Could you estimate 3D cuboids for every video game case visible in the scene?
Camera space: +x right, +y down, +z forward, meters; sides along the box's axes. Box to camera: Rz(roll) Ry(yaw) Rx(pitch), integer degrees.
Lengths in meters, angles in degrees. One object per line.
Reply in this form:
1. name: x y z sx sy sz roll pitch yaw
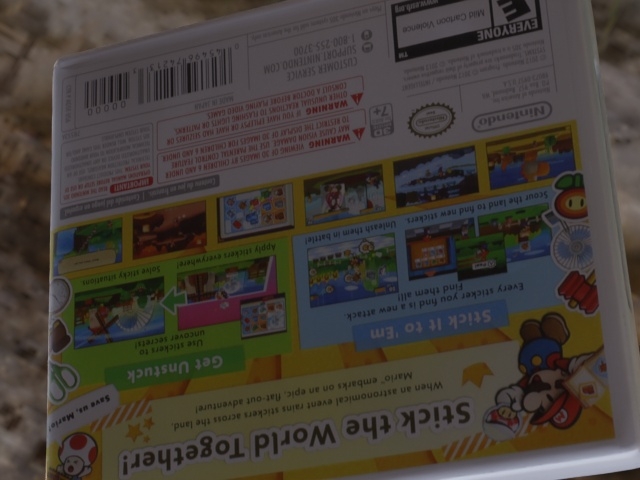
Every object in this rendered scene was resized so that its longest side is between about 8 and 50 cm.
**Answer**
1. video game case: 0.000 0.000 0.602 0.227 0.206 0.026 -11 156 18
